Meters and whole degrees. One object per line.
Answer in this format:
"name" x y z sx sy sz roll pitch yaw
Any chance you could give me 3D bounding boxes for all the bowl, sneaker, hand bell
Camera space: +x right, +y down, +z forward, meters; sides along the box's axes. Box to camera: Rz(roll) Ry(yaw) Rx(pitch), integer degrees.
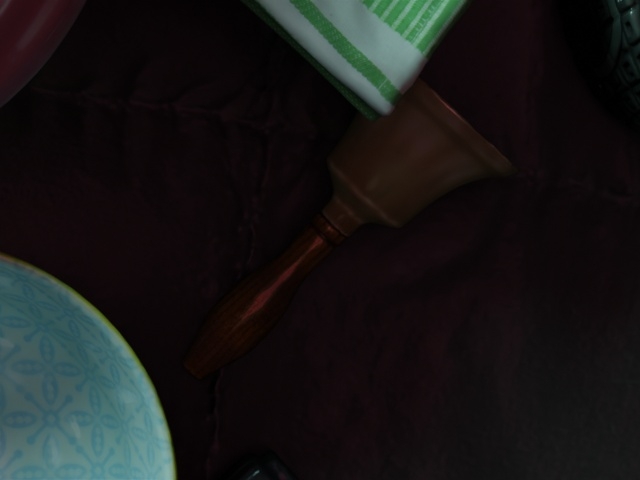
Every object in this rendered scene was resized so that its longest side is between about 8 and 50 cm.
"bowl" -0.233 0.140 0.918 0.289 0.156 0.289 0 90 -8
"sneaker" 0.217 -0.207 1.015 0.130 0.109 0.286 -18 94 -14
"hand bell" 0.000 0.000 0.993 0.126 0.126 0.242 42 96 -6

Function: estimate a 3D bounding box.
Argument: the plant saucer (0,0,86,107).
"plant saucer" -0.267 -0.203 0.786 0.332 0.084 0.332 0 89 15

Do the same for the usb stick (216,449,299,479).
"usb stick" -0.117 0.248 0.990 0.278 0.045 0.077 -41 94 -7

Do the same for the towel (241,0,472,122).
"towel" 0.041 -0.266 0.884 0.248 0.038 0.325 40 74 -21
